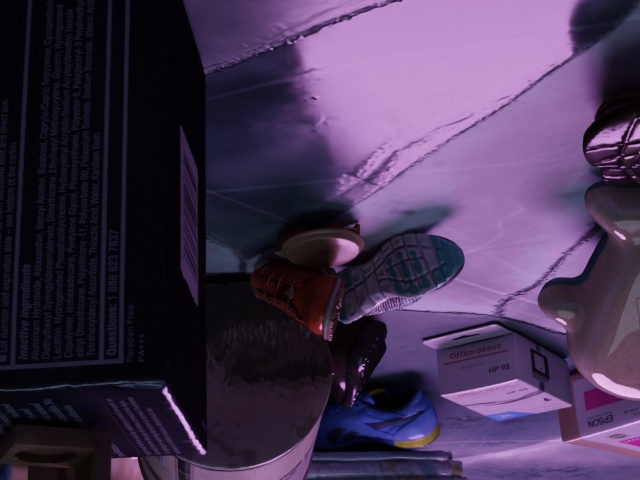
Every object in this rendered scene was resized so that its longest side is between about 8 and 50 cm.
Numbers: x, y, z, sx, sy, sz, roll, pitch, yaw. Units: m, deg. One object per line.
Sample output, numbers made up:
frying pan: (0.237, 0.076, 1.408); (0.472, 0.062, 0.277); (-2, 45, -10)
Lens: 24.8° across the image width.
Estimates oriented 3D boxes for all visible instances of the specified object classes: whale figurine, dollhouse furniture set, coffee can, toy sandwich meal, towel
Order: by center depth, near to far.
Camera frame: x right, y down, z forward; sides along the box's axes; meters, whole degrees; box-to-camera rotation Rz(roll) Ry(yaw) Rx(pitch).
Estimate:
dollhouse furniture set: (-0.220, 0.187, 0.886); (0.151, 0.123, 0.144); (7, 156, -22)
toy sandwich meal: (0.000, 0.000, 1.350); (0.086, 0.029, 0.085); (-4, 155, -2)
whale figurine: (0.309, 0.027, 1.354); (0.216, 0.141, 0.272); (-8, 132, 14)
coffee can: (-0.097, 0.178, 1.536); (0.202, 0.201, 0.275); (0, 157, -5)
towel: (-0.013, 0.326, 1.954); (0.375, 0.090, 0.320); (0, 171, -6)

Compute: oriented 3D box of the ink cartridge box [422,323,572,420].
ink cartridge box: (0.206, 0.156, 1.695); (0.104, 0.060, 0.180); (-17, 153, 31)

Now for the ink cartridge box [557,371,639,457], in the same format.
ink cartridge box: (0.437, 0.195, 1.780); (0.193, 0.088, 0.235); (15, 152, -38)

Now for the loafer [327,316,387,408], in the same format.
loafer: (0.024, 0.119, 1.595); (0.078, 0.080, 0.220); (30, 159, 8)

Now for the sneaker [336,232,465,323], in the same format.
sneaker: (0.084, 0.033, 1.414); (0.076, 0.065, 0.166); (-4, 167, -44)

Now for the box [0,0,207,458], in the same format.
box: (-0.229, -0.014, 0.952); (0.294, 0.296, 0.182); (-3, 158, 3)

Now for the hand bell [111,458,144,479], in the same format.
hand bell: (-0.286, 0.414, 2.029); (0.126, 0.242, 0.126); (-2, 158, -1)

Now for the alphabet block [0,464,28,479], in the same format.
alphabet block: (-0.386, 0.444, 2.160); (0.197, 0.192, 0.193); (7, 157, -19)

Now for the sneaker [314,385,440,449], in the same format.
sneaker: (0.048, 0.214, 1.837); (0.209, 0.069, 0.082); (-5, 123, 31)

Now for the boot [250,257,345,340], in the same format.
boot: (-0.023, 0.052, 1.371); (0.085, 0.059, 0.158); (14, -175, -11)

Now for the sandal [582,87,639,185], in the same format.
sandal: (0.254, -0.087, 1.140); (0.090, 0.060, 0.219); (-2, 172, 16)
